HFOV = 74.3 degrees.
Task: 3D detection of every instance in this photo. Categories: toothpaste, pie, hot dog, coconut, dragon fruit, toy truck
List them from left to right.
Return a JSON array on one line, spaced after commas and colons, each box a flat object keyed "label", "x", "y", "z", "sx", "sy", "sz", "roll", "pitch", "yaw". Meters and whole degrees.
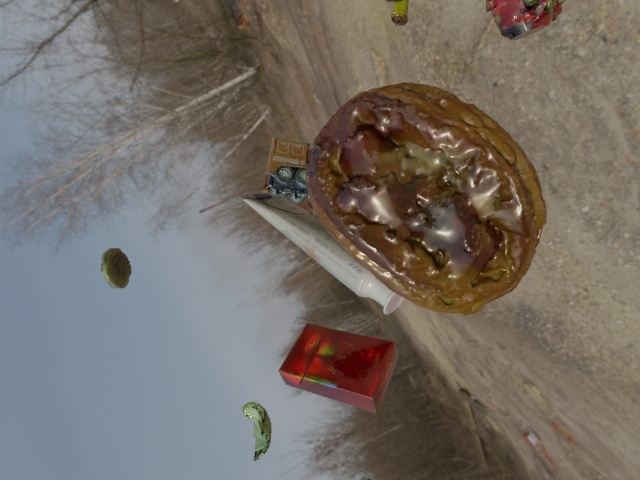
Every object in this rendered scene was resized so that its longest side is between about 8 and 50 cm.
[{"label": "pie", "x": -0.395, "y": 0.054, "z": 0.820, "sx": 0.084, "sy": 0.019, "sz": 0.085, "roll": -15, "pitch": -90, "yaw": -83}, {"label": "coconut", "x": -0.172, "y": 0.532, "z": 1.198, "sx": 0.055, "sy": 0.133, "sz": 0.158, "roll": 9, "pitch": -128, "yaw": -36}, {"label": "toy truck", "x": -0.013, "y": -0.201, "z": 1.249, "sx": 0.136, "sy": 0.305, "sz": 0.162, "roll": 123, "pitch": 152, "yaw": -67}, {"label": "toothpaste", "x": 0.000, "y": 0.000, "z": 0.693, "sx": 0.323, "sy": 0.066, "sz": 0.100, "roll": 37, "pitch": -151, "yaw": 30}, {"label": "hot dog", "x": 0.088, "y": -0.039, "z": 0.374, "sx": 0.226, "sy": 0.161, "sz": 0.099, "roll": 35, "pitch": -173, "yaw": 10}, {"label": "dragon fruit", "x": 0.453, "y": -0.551, "z": 0.939, "sx": 0.166, "sy": 0.160, "sz": 0.172, "roll": -59, "pitch": -50, "yaw": -75}]

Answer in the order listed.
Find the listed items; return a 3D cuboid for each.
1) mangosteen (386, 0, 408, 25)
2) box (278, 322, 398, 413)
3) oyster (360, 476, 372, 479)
[{"label": "mangosteen", "x": 0.141, "y": -0.461, "z": 0.678, "sx": 0.181, "sy": 0.145, "sz": 0.156, "roll": 57, "pitch": 174, "yaw": -35}, {"label": "box", "x": 0.055, "y": 0.376, "z": 1.288, "sx": 0.197, "sy": 0.313, "sz": 0.089, "roll": -57, "pitch": -40, "yaw": -39}, {"label": "oyster", "x": 0.096, "y": 0.591, "z": 0.919, "sx": 0.177, "sy": 0.125, "sz": 0.064, "roll": -40, "pitch": -72, "yaw": -52}]
